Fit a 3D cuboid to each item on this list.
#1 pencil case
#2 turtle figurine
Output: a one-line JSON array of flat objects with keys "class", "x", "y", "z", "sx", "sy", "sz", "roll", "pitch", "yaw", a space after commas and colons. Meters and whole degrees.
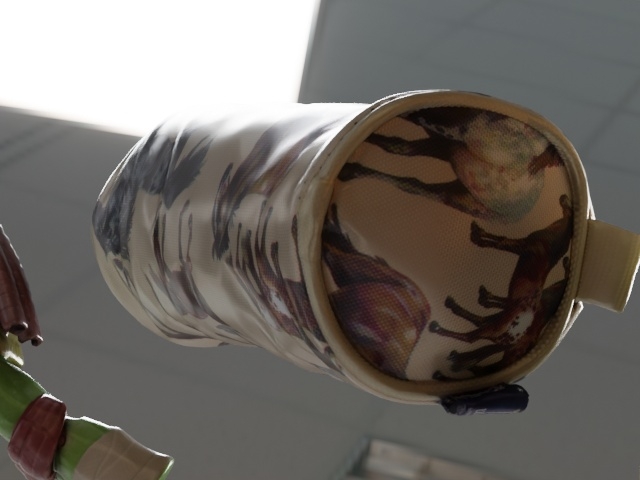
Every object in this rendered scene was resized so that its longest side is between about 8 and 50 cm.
[{"class": "pencil case", "x": 0.000, "y": 0.000, "z": 1.061, "sx": 0.183, "sy": 0.160, "sz": 0.410, "roll": 25, "pitch": 173, "yaw": -21}, {"class": "turtle figurine", "x": -0.236, "y": 0.118, "z": 1.078, "sx": 0.266, "sy": 0.198, "sz": 0.274, "roll": 34, "pitch": -136, "yaw": 0}]
